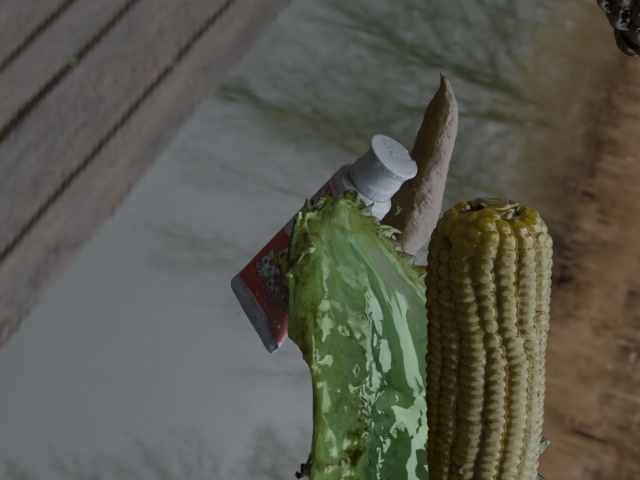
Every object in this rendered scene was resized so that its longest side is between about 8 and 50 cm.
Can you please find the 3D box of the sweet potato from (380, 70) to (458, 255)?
[{"bbox_3d":[0.095,-0.041,1.505,0.067,0.067,0.274,32,76,-75],"label":"sweet potato"}]

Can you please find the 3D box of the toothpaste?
[{"bbox_3d":[0.000,0.000,1.329,0.057,0.089,0.234,-1,141,-47],"label":"toothpaste"}]

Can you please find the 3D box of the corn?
[{"bbox_3d":[0.102,0.086,0.911,0.080,0.080,0.231,-34,127,-67],"label":"corn"}]

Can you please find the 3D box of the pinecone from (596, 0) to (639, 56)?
[{"bbox_3d":[0.148,-0.104,0.578,0.083,0.077,0.077,-41,147,-78],"label":"pinecone"}]

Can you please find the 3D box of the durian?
[{"bbox_3d":[0.039,0.144,1.008,0.163,0.198,0.394,-37,-127,51],"label":"durian"}]
